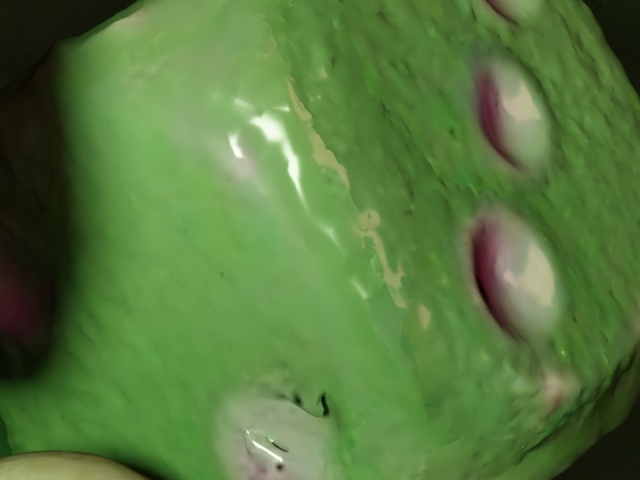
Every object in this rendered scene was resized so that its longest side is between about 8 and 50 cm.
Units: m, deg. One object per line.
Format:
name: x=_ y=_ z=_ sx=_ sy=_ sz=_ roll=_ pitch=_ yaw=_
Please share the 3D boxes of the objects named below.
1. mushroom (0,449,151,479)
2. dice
mushroom: x=-0.134 y=0.213 z=0.859 sx=0.204 sy=0.204 sz=0.204 roll=21 pitch=56 yaw=-35
dice: x=0.000 y=0.000 z=1.012 sx=0.322 sy=0.318 sz=0.330 roll=-31 pitch=93 yaw=-48
